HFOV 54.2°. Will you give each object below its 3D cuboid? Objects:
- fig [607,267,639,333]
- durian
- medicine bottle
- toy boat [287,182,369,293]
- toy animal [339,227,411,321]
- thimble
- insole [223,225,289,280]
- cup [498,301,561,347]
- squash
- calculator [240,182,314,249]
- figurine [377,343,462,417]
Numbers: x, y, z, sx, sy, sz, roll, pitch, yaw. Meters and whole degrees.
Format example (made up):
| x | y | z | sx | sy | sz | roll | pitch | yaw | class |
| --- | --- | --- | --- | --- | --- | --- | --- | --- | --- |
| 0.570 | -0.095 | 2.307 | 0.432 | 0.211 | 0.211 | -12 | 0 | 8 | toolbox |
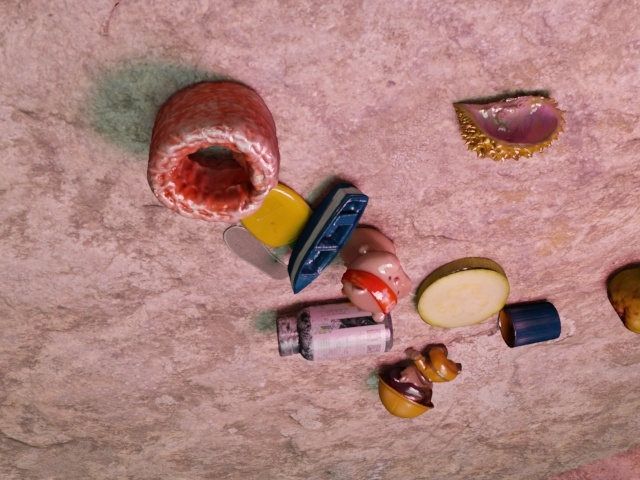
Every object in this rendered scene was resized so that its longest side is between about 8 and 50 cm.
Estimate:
| x | y | z | sx | sy | sz | roll | pitch | yaw | class |
| --- | --- | --- | --- | --- | --- | --- | --- | --- | --- |
| 0.880 | 0.161 | 1.694 | 0.191 | 0.181 | 0.181 | -20 | 140 | -17 | fig |
| 0.370 | -0.220 | 1.238 | 0.182 | 0.165 | 0.132 | -12 | 110 | -33 | durian |
| 0.033 | 0.235 | 1.621 | 0.293 | 0.141 | 0.141 | -6 | 137 | -6 | medicine bottle |
| 0.000 | 0.000 | 1.387 | 0.096 | 0.062 | 0.299 | -4 | 136 | -48 | toy boat |
| 0.118 | 0.072 | 1.423 | 0.171 | 0.198 | 0.171 | -5 | 141 | -4 | toy animal |
| -0.191 | -0.161 | 1.143 | 0.239 | 0.162 | 0.239 | -5 | 134 | -6 | thimble |
| -0.148 | 0.036 | 1.472 | 0.080 | 0.003 | 0.232 | -29 | 134 | 18 | insole |
| 0.588 | 0.231 | 1.776 | 0.138 | 0.150 | 0.113 | -9 | 103 | -5 | cup |
| 0.377 | 0.141 | 1.667 | 0.252 | 0.049 | 0.252 | -4 | 136 | -4 | squash |
| -0.092 | -0.047 | 1.375 | 0.146 | 0.032 | 0.235 | -27 | 137 | 17 | calculator |
| 0.287 | 0.423 | 1.860 | 0.192 | 0.167 | 0.257 | 34 | 120 | -22 | figurine |
